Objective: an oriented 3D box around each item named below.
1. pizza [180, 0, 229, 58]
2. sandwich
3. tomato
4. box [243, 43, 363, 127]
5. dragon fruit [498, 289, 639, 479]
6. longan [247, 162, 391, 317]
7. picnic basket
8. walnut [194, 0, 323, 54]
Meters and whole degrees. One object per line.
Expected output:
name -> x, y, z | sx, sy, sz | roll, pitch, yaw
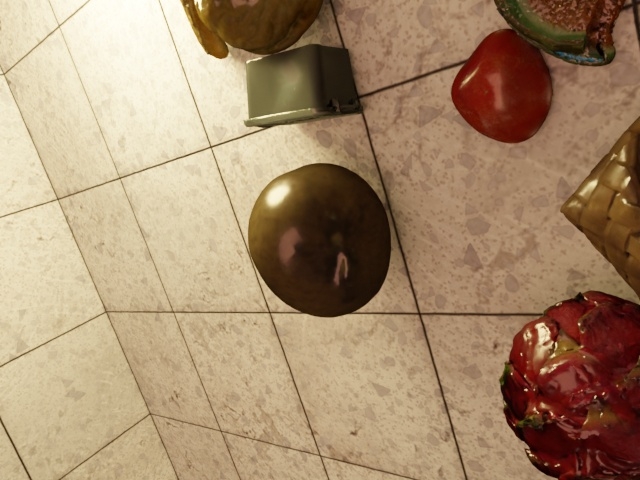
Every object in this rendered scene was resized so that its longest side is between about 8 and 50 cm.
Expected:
pizza -> -0.269, -0.560, 1.113 | 0.335, 0.086, 0.226 | 71, -176, -52
sandwich -> 0.354, -0.354, 0.757 | 0.159, 0.079, 0.235 | -31, 90, 43
tomato -> 0.300, -0.247, 0.852 | 0.174, 0.082, 0.166 | 49, 132, 13
box -> -0.044, -0.313, 1.055 | 0.243, 0.163, 0.135 | 1, 103, 40
dragon fruit -> 0.446, 0.247, 0.812 | 0.329, 0.329, 0.329 | 18, 121, 32
longan -> 0.000, 0.000, 1.070 | 0.319, 0.319, 0.319 | 18, 121, 32
picnic basket -> 0.520, -0.041, 0.602 | 0.337, 0.293, 0.337 | 44, 158, 23
walnut -> -0.112, -0.498, 0.966 | 0.283, 0.227, 0.283 | 10, 114, 24
